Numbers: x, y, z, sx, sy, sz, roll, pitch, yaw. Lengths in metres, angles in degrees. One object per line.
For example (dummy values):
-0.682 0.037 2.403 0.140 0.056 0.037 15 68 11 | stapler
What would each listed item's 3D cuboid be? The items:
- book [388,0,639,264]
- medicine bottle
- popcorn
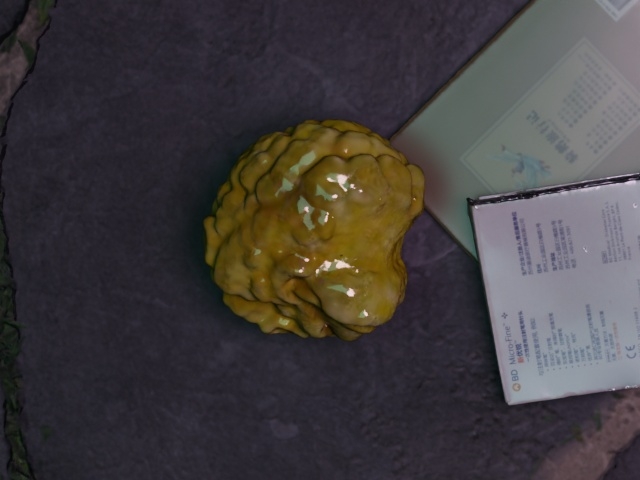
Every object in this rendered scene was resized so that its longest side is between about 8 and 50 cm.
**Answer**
0.232 -0.111 1.678 0.310 0.021 0.217 -44 82 12 | book
0.235 0.045 1.649 0.171 0.052 0.201 -10 98 10 | medicine bottle
0.000 0.000 1.650 0.226 0.200 0.203 -24 65 4 | popcorn
